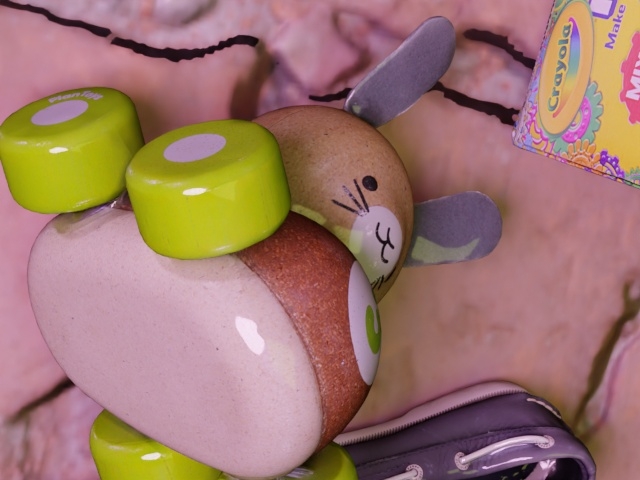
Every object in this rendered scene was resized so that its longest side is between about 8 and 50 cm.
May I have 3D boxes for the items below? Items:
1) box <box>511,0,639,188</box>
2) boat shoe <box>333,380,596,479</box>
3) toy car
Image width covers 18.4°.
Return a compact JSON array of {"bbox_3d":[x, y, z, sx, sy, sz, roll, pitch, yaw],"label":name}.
[{"bbox_3d":[0.272,-0.132,0.822,0.279,0.177,0.290,12,98,-32],"label":"box"},{"bbox_3d":[0.022,0.121,0.812,0.206,0.065,0.075,-24,118,-22],"label":"boat shoe"},{"bbox_3d":[0.000,0.000,0.728,0.188,0.149,0.155,-32,121,-33],"label":"toy car"}]
